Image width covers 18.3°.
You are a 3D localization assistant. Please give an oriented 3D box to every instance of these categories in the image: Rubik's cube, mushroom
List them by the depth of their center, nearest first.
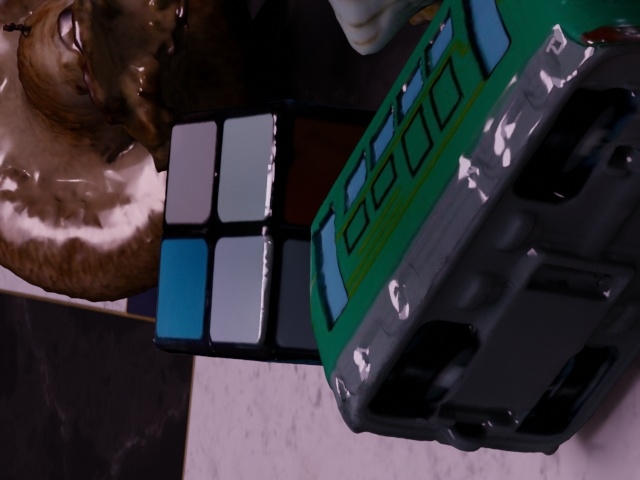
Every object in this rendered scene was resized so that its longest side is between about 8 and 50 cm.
[{"bbox_3d":[0.000,0.000,1.411,0.167,0.183,0.180,-1,87,61],"label":"Rubik's cube"},{"bbox_3d":[-0.197,-0.106,1.633,0.334,0.356,0.331,-4,107,21],"label":"mushroom"}]

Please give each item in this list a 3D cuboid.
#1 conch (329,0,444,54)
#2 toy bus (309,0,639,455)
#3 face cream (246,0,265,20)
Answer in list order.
[{"bbox_3d":[0.031,-0.214,1.234,0.169,0.386,0.203,-25,61,32],"label":"conch"},{"bbox_3d":[0.132,-0.043,1.198,0.343,0.183,0.199,-58,34,36],"label":"toy bus"},{"bbox_3d":[-0.044,-0.227,1.675,0.115,0.020,0.038,-51,45,45],"label":"face cream"}]
